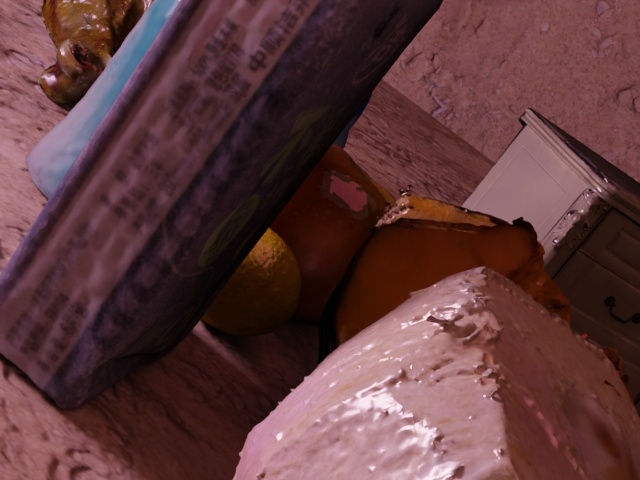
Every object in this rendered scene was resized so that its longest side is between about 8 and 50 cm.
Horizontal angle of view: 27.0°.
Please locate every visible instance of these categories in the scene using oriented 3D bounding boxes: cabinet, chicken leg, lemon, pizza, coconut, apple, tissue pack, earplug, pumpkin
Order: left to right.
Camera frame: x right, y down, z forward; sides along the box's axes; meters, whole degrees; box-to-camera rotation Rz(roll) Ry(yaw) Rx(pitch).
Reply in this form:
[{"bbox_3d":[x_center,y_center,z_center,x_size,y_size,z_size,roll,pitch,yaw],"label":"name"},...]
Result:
[{"bbox_3d":[-0.262,-0.258,1.680,0.212,0.140,0.361,8,37,-22],"label":"chicken leg"},{"bbox_3d":[-0.121,-0.155,1.297,0.185,0.324,0.185,35,14,-10],"label":"earplug"},{"bbox_3d":[-0.072,-0.075,1.033,0.124,0.394,0.288,39,16,5],"label":"tissue pack"},{"bbox_3d":[-0.077,0.034,1.257,0.133,0.109,0.109,49,11,-16],"label":"lemon"},{"bbox_3d":[0.000,0.000,1.426,0.235,0.173,0.210,36,12,-48],"label":"apple"},{"bbox_3d":[0.115,0.020,1.284,0.147,0.069,0.226,25,-18,-9],"label":"pizza"},{"bbox_3d":[0.080,0.192,0.859,0.297,0.254,0.297,37,31,-27],"label":"coconut"},{"bbox_3d":[0.133,0.141,1.136,0.225,0.256,0.303,44,23,-62],"label":"pumpkin"},{"bbox_3d":[0.292,0.070,1.602,0.290,0.318,0.227,30,15,-29],"label":"cabinet"}]

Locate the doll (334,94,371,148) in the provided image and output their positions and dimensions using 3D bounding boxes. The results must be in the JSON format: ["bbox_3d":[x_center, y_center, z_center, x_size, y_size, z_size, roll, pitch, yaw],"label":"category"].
[{"bbox_3d":[-0.076,-0.201,1.888,0.376,0.187,0.366,10,18,-38],"label":"doll"}]
